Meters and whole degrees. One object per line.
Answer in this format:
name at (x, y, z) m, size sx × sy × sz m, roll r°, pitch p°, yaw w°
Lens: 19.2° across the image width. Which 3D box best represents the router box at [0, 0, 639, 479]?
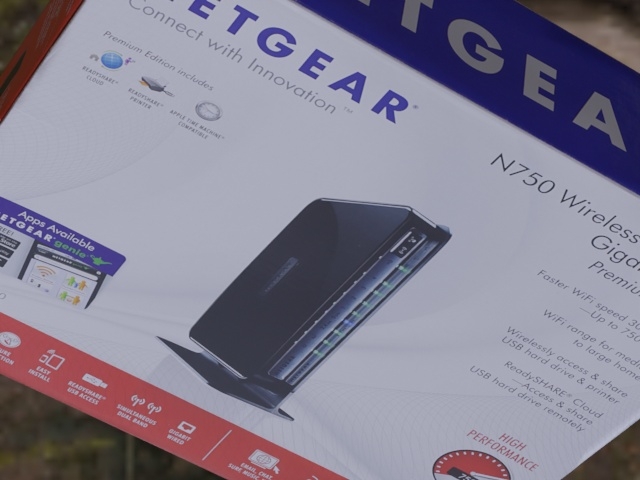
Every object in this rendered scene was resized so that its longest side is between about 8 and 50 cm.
router box at (0.000, 0.000, 0.896) m, size 0.335 × 0.082 × 0.301 m, roll 27°, pitch 135°, yaw -16°
